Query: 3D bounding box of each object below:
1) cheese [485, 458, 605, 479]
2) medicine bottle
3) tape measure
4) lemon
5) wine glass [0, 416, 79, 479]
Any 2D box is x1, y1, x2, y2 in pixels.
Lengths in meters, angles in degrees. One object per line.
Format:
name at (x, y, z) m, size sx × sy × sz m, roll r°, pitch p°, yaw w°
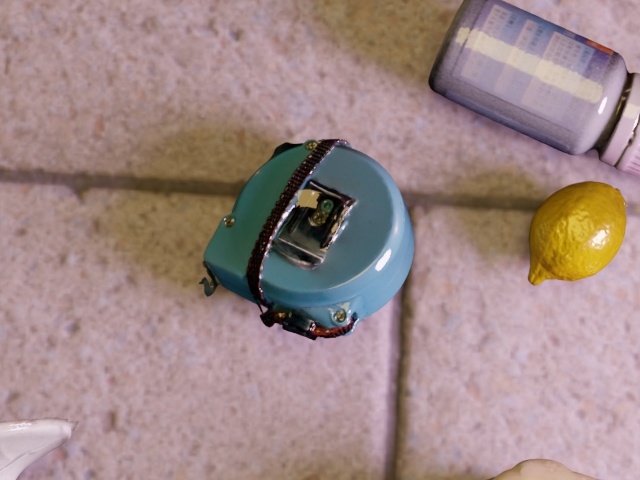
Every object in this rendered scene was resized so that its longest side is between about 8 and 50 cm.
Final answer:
cheese at (0.195, 0.309, 1.064) m, size 0.384 × 0.104 × 0.384 m, roll 0°, pitch 77°, yaw -1°
medicine bottle at (0.183, -0.103, 1.174) m, size 0.203 × 0.083 × 0.083 m, roll 27°, pitch 78°, yaw 5°
tape measure at (0.000, 0.000, 1.146) m, size 0.125 × 0.081 × 0.146 m, roll 24°, pitch 73°, yaw 23°
lemon at (0.180, -0.004, 1.160) m, size 0.092 × 0.065 × 0.065 m, roll -45°, pitch 81°, yaw -1°
wine glass at (-0.200, 0.275, 1.049) m, size 0.143 × 0.143 × 0.321 m, roll -11°, pitch 77°, yaw -3°
